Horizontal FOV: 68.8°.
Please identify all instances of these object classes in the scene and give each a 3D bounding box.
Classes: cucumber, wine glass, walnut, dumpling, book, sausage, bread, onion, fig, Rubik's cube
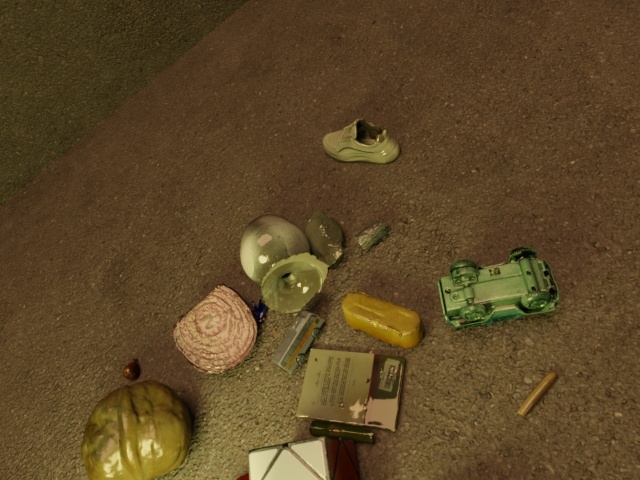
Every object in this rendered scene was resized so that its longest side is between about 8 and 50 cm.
[{"bbox_3d":[0.165,-0.022,1.493,0.111,0.064,0.064,-37,51,0],"label":"cucumber"},{"bbox_3d":[-0.128,0.057,1.457,0.238,0.238,0.323,-36,39,0],"label":"wine glass"},{"bbox_3d":[-0.518,0.548,1.324,0.253,0.281,0.277,-62,37,31],"label":"walnut"},{"bbox_3d":[-0.001,-0.010,1.535,0.152,0.108,0.219,-29,49,5],"label":"dumpling"},{"bbox_3d":[0.080,0.401,1.280,0.289,0.026,0.202,0,59,26],"label":"book"},{"bbox_3d":[0.513,0.360,1.103,0.132,0.024,0.024,-47,52,-7],"label":"sausage"},{"bbox_3d":[0.173,0.219,1.316,0.245,0.094,0.102,16,58,32],"label":"bread"},{"bbox_3d":[-0.317,0.302,1.494,0.250,0.111,0.247,-41,70,-18],"label":"onion"},{"bbox_3d":[-0.644,0.434,1.598,0.050,0.050,0.083,-21,34,12],"label":"fig"},{"bbox_3d":[-0.031,0.579,1.089,0.204,0.205,0.208,-16,64,17],"label":"Rubik's cube"}]

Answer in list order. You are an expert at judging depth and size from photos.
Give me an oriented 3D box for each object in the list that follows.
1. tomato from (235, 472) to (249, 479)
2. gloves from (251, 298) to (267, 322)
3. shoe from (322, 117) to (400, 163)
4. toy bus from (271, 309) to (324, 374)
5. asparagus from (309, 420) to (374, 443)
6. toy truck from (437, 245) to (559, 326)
[{"bbox_3d":[-0.193,0.673,1.195,0.159,0.091,0.139,-45,50,-4],"label":"tomato"},{"bbox_3d":[-0.203,0.228,1.528,0.064,0.026,0.086,-10,56,23],"label":"gloves"},{"bbox_3d":[0.125,-0.371,1.678,0.316,0.159,0.124,12,67,28],"label":"shoe"},{"bbox_3d":[-0.066,0.294,1.378,0.064,0.075,0.191,4,59,58],"label":"toy bus"},{"bbox_3d":[0.057,0.499,1.219,0.178,0.045,0.041,-1,41,23],"label":"asparagus"},{"bbox_3d":[0.449,0.129,1.198,0.278,0.156,0.155,-14,55,16],"label":"toy truck"}]
